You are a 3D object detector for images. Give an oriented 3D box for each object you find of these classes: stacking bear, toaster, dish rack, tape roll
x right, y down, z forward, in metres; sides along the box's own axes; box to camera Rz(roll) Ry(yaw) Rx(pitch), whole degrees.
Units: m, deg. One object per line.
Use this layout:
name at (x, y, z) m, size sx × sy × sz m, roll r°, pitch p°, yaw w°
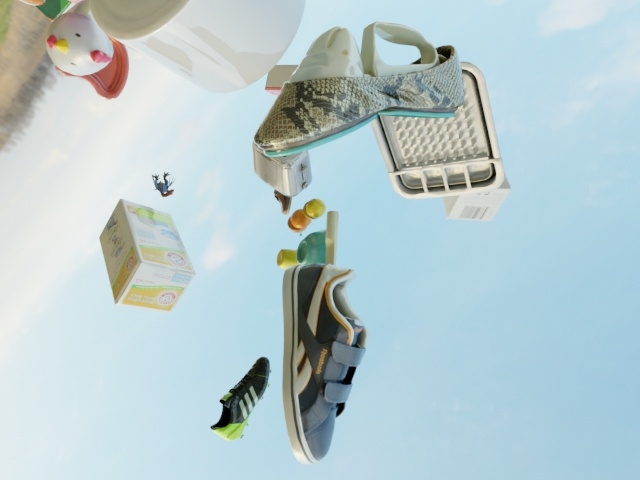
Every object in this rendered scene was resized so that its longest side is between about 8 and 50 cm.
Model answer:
stacking bear at (-0.651, -0.520, 1.346) m, size 0.289 × 0.175 × 0.164 m, roll 33°, pitch -87°, yaw 49°
toaster at (-0.128, -0.253, 1.502) m, size 0.227 × 0.146 × 0.129 m, roll 37°, pitch -119°, yaw 22°
dish rack at (0.279, -0.260, 1.154) m, size 0.285 × 0.333 × 0.072 m, roll -3°, pitch -141°, yaw 32°
tape roll at (-0.163, -0.346, 0.643) m, size 0.246 × 0.169 × 0.246 m, roll -5°, pitch -100°, yaw 28°

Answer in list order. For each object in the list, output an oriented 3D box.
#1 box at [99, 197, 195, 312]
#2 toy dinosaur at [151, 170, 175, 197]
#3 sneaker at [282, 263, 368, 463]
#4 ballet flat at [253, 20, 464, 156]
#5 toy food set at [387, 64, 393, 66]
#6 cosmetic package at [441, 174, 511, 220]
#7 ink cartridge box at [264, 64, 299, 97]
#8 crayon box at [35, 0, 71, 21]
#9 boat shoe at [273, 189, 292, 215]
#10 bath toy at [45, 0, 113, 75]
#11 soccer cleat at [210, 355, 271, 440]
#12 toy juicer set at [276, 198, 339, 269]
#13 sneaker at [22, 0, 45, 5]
box at (-0.335, 0.028, 0.918) m, size 0.103 × 0.114 × 0.203 m, roll -54°, pitch -135°, yaw 18°
toy dinosaur at (-0.331, -0.112, 1.018) m, size 0.090 × 0.047 × 0.082 m, roll 107°, pitch -30°, yaw -51°
sneaker at (0.011, 0.193, 0.781) m, size 0.127 × 0.126 × 0.321 m, roll -7°, pitch -102°, yaw 17°
ballet flat at (0.079, -0.275, 0.819) m, size 0.164 × 0.482 × 0.182 m, roll 17°, pitch -60°, yaw 47°
toy food set at (0.179, -0.553, 1.645) m, size 0.217 × 0.071 × 0.128 m, roll -3°, pitch -113°, yaw 20°
cosmetic package at (0.468, -0.178, 1.488) m, size 0.151 × 0.151 × 0.184 m, roll 103°, pitch -14°, yaw -52°
ink cartridge box at (-0.058, -0.509, 1.618) m, size 0.158 × 0.218 × 0.092 m, roll 11°, pitch -92°, yaw 29°
crayon box at (-0.602, -0.719, 1.243) m, size 0.318 × 0.081 × 0.202 m, roll -15°, pitch -139°, yaw 38°
boat shoe at (-0.129, -0.153, 1.615) m, size 0.064 × 0.060 × 0.178 m, roll 109°, pitch -19°, yaw -46°
bath toy at (-0.358, -0.421, 0.722) m, size 0.129 × 0.151 × 0.348 m, roll 36°, pitch -59°, yaw 37°
soccer cleat at (-0.159, 0.316, 0.976) m, size 0.060 × 0.072 × 0.179 m, roll -2°, pitch -123°, yaw 52°
toy juicer set at (0.000, 0.000, 1.223) m, size 0.329 × 0.089 × 0.209 m, roll 11°, pitch -92°, yaw 63°
sneaker at (-0.592, -0.525, 0.916) m, size 0.067 × 0.175 × 0.064 m, roll 3°, pitch -111°, yaw 16°
